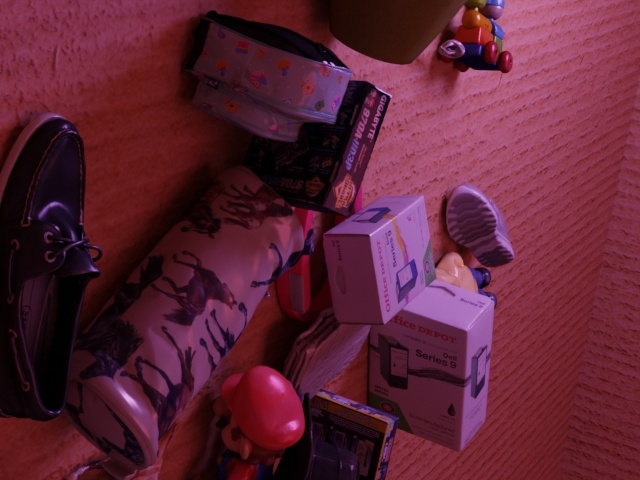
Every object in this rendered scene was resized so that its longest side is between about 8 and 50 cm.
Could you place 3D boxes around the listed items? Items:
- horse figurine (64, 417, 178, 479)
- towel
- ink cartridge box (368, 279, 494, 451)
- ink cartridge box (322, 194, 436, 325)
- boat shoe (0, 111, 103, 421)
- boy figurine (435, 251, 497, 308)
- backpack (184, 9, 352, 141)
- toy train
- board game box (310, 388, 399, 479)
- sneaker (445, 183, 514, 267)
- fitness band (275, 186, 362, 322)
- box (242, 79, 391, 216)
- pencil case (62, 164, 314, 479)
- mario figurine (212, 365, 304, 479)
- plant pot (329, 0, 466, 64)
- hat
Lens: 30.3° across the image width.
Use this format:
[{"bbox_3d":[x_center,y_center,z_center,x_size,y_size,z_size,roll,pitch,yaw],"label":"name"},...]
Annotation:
[{"bbox_3d":[-0.257,0.357,1.594,0.174,0.066,0.263,-33,132,-44],"label":"horse figurine"},{"bbox_3d":[0.011,0.180,1.982,0.282,0.049,0.187,-34,153,-53],"label":"towel"},{"bbox_3d":[0.206,0.227,2.252,0.121,0.211,0.289,-39,137,-46],"label":"ink cartridge box"},{"bbox_3d":[0.099,0.029,1.916,0.212,0.093,0.154,-32,117,-54],"label":"ink cartridge box"},{"bbox_3d":[-0.292,0.037,1.280,0.127,0.113,0.340,11,96,-63],"label":"boat shoe"},{"bbox_3d":[0.279,0.109,2.434,0.285,0.092,0.177,3,71,-61],"label":"boy figurine"},{"bbox_3d":[-0.061,-0.203,1.503,0.166,0.188,0.144,3,103,-64],"label":"backpack"},{"bbox_3d":[0.275,-0.394,2.151,0.248,0.105,0.143,9,87,-63],"label":"toy train"},{"bbox_3d":[0.039,0.348,2.042,0.048,0.170,0.141,-3,109,-60],"label":"board game box"},{"bbox_3d":[0.324,-0.047,2.482,0.281,0.105,0.115,53,24,-54],"label":"sneaker"},{"bbox_3d":[0.000,0.000,1.902,0.209,0.054,0.291,-43,142,-49],"label":"fitness band"},{"bbox_3d":[-0.015,-0.131,1.607,0.051,0.220,0.175,24,82,-37],"label":"box"},{"bbox_3d":[-0.171,0.099,1.502,0.410,0.160,0.183,-54,133,-34],"label":"pencil case"},{"bbox_3d":[-0.128,0.319,1.806,0.198,0.170,0.320,-99,-160,-58],"label":"mario figurine"},{"bbox_3d":[0.125,-0.416,1.706,0.275,0.275,0.293,-24,142,-57],"label":"plant pot"},{"bbox_3d":[-0.003,0.412,1.876,0.331,0.134,0.331,-168,-90,-83],"label":"hat"}]
